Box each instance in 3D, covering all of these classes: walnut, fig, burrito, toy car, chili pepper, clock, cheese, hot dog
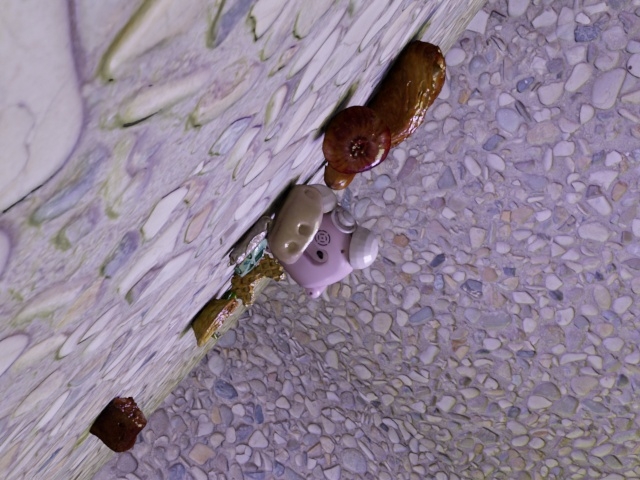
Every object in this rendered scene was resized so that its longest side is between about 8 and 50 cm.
[{"bbox_3d":[0.076,-0.254,1.821,0.207,0.115,0.116,-58,-176,-38],"label":"walnut"},{"bbox_3d":[0.089,-0.263,1.339,0.175,0.175,0.207,-51,-167,22],"label":"fig"},{"bbox_3d":[-0.188,0.002,1.414,0.188,0.045,0.058,-50,178,-30],"label":"burrito"},{"bbox_3d":[-0.220,0.058,1.705,0.093,0.058,0.186,-47,177,-41],"label":"toy car"},{"bbox_3d":[-0.329,0.213,2.017,0.359,0.076,0.085,-55,160,4],"label":"chili pepper"},{"bbox_3d":[0.000,0.000,1.822,0.325,0.342,0.184,-41,-170,34],"label":"clock"},{"bbox_3d":[-0.078,-0.051,1.533,0.235,0.117,0.218,-67,-167,-11],"label":"cheese"},{"bbox_3d":[0.258,-0.430,1.649,0.267,0.174,0.388,-52,179,-37],"label":"hot dog"}]

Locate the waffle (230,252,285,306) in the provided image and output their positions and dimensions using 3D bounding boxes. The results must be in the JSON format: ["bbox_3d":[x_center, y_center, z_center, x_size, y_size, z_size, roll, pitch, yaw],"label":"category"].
[{"bbox_3d":[-0.221,0.130,1.805,0.194,0.149,0.051,-50,162,1],"label":"waffle"}]

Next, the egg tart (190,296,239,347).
[{"bbox_3d":[-0.370,0.269,1.818,0.213,0.090,0.212,-48,178,-3],"label":"egg tart"}]

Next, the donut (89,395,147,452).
[{"bbox_3d":[-0.589,0.543,1.530,0.187,0.126,0.144,-50,172,7],"label":"donut"}]
